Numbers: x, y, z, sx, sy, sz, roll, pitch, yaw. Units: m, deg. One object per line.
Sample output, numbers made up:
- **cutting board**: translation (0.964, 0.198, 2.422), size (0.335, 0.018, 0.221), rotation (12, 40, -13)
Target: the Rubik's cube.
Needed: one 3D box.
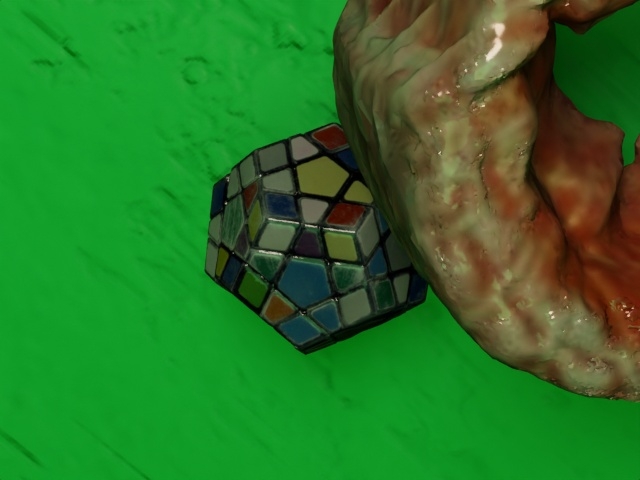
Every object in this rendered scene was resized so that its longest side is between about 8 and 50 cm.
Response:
- **Rubik's cube**: translation (0.000, 0.000, 0.921), size (0.093, 0.111, 0.111), rotation (6, 121, 35)

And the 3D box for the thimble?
- **thimble**: translation (0.128, -0.059, 0.805), size (0.239, 0.162, 0.239), rotation (-4, 114, -9)
